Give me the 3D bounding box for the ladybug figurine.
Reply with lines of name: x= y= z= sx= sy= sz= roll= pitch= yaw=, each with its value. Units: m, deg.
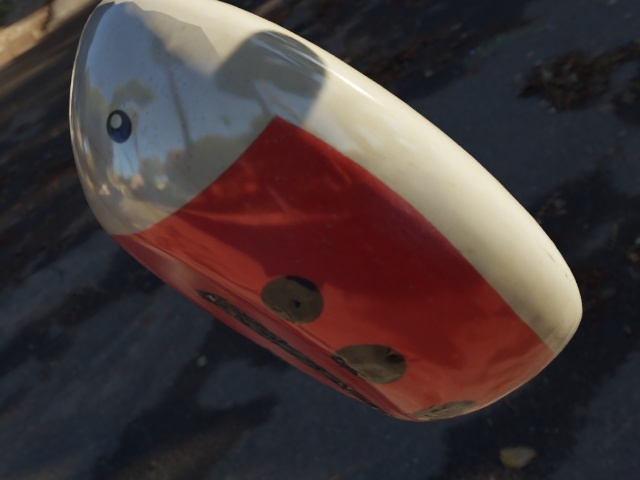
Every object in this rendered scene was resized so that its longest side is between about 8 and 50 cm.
ladybug figurine: x=0.000 y=0.000 z=0.870 sx=0.162 sy=0.449 sz=0.305 roll=-61 pitch=22 yaw=-14
